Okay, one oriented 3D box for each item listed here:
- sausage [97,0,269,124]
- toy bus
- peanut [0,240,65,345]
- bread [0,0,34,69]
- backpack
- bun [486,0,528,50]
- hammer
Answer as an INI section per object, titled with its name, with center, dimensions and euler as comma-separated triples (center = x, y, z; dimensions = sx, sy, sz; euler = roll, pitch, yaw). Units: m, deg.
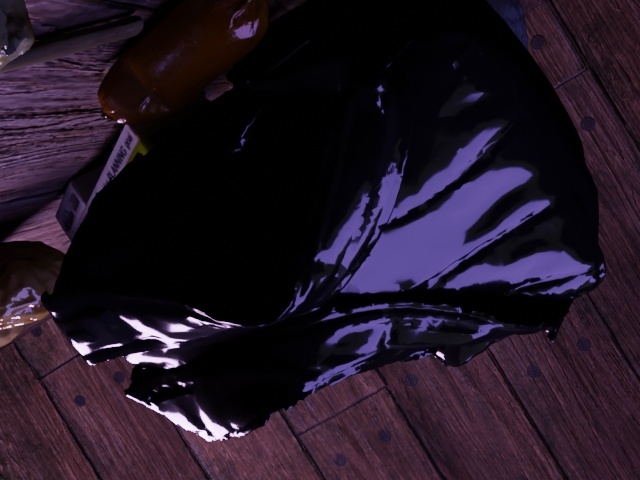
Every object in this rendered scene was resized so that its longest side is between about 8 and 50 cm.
[sausage]
center = -0.097, -0.133, 0.721
dimensions = 0.183, 0.062, 0.054
euler = -32, -154, 43
[toy bus]
center = -0.181, -0.045, 1.071
dimensions = 0.113, 0.139, 0.302
euler = -33, 173, -34
[peanut]
center = -0.386, 0.070, 1.150
dimensions = 0.233, 0.110, 0.197
euler = -31, 176, 33
[bread]
center = -0.188, -0.068, 0.409
dimensions = 0.156, 0.064, 0.117
euler = -33, -175, 20
[backpack]
center = 0.000, 0.000, 0.850
dimensions = 0.446, 0.363, 0.255
euler = -31, -144, 18
[bun]
center = 0.077, -0.157, 1.102
dimensions = 0.362, 0.211, 0.362
euler = -34, -179, 0
[hammer]
center = -0.173, -0.109, 0.592
dimensions = 0.062, 0.013, 0.199
euler = -30, -178, 41
